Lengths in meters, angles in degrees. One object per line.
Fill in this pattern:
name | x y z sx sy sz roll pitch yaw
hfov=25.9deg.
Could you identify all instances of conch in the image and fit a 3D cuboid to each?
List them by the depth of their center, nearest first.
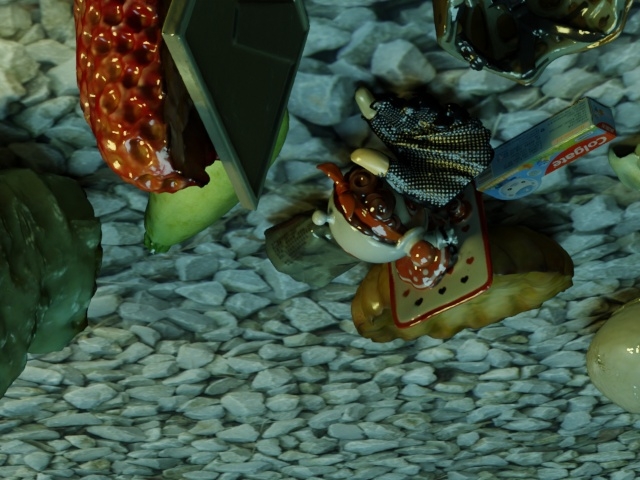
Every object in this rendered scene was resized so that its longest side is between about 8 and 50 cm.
conch | 0.421 -0.096 1.807 0.088 0.065 0.180 -7 161 2

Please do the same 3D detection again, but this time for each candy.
candy | 0.570 0.198 2.260 0.296 0.185 0.295 -6 147 -4

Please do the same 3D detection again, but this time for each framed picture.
framed picture | -0.073 -0.205 1.357 0.020 0.240 0.324 8 156 14

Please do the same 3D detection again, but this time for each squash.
squash | -0.139 -0.085 1.700 0.118 0.118 0.370 8 153 -22

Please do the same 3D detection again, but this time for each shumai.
shumai | -0.433 0.028 1.720 0.324 0.397 0.323 -1 -170 36

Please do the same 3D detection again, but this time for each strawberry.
strawberry | -0.177 -0.158 1.399 0.150 0.280 0.253 -7 161 11

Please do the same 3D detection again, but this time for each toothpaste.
toothpaste | 0.290 -0.113 1.779 0.070 0.044 0.193 19 144 -39

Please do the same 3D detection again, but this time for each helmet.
helmet | 0.208 -0.268 1.384 0.198 0.130 0.224 18 135 -43

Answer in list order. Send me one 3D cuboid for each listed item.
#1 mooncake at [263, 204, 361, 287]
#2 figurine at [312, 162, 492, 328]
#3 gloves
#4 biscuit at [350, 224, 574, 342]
mooncake | 0.000 0.000 1.918 0.125 0.073 0.130 -30 145 34
figurine | 0.084 -0.029 1.769 0.160 0.183 0.226 -28 138 30
gloves | 0.111 -0.133 1.684 0.181 0.106 0.129 43 124 -17
biscuit | 0.198 0.060 1.995 0.326 0.107 0.326 -11 165 -3
